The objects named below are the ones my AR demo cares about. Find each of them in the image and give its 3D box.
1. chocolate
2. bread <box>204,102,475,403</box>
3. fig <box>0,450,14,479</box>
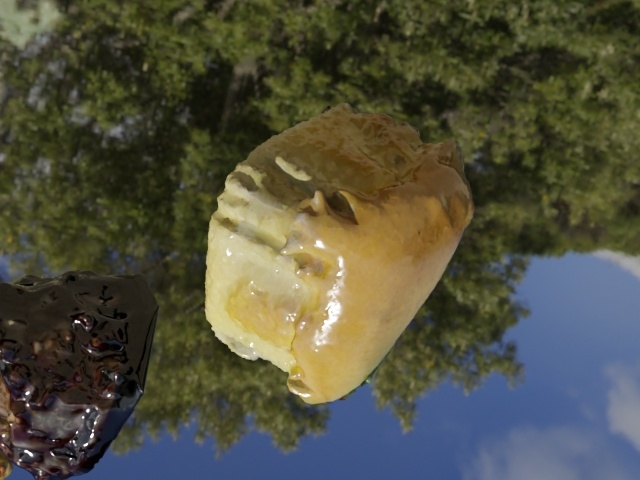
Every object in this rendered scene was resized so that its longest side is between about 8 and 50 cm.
[{"bbox_3d":[-0.300,0.114,0.995,0.177,0.224,0.206,26,-123,-34],"label":"chocolate"},{"bbox_3d":[0.000,-0.007,0.828,0.174,0.252,0.133,31,178,30],"label":"bread"},{"bbox_3d":[-0.372,0.237,1.140,0.050,0.050,0.083,-2,-154,-39],"label":"fig"}]
